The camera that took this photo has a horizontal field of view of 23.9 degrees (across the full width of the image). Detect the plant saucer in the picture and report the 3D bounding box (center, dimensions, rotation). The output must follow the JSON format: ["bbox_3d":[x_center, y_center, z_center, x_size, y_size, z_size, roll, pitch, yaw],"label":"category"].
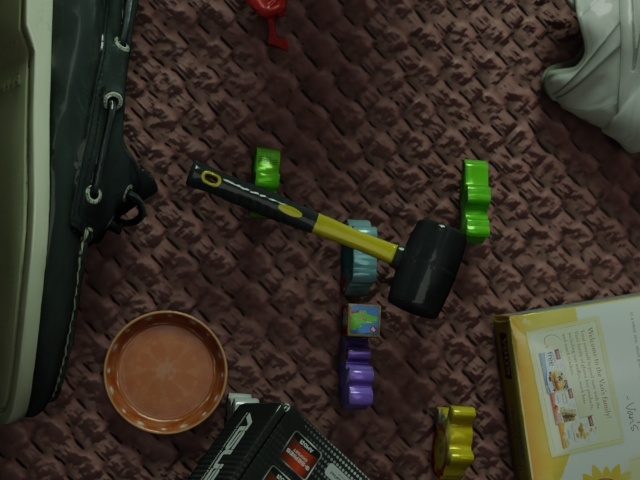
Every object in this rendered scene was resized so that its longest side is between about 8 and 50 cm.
[{"bbox_3d":[-0.105,0.089,1.025,0.083,0.013,0.084,0,87,-5],"label":"plant saucer"}]

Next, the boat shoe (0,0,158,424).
[{"bbox_3d":[-0.159,-0.053,0.974,0.113,0.127,0.340,2,85,-32],"label":"boat shoe"}]

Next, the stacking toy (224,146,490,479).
[{"bbox_3d":[0.026,0.049,1.036,0.166,0.052,0.221,5,86,-11],"label":"stacking toy"}]

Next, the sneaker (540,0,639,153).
[{"bbox_3d":[0.221,-0.179,1.029,0.115,0.090,0.232,24,107,2],"label":"sneaker"}]

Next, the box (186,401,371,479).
[{"bbox_3d":[-0.004,0.267,0.954,0.270,0.060,0.216,46,62,-20],"label":"box"}]

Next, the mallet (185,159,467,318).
[{"bbox_3d":[0.000,0.000,0.992,0.189,0.039,0.062,15,80,-6],"label":"mallet"}]

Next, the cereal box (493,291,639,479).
[{"bbox_3d":[0.252,0.119,1.069,0.240,0.047,0.173,-8,90,-10],"label":"cereal box"}]

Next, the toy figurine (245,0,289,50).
[{"bbox_3d":[0.072,-0.281,0.945,0.362,0.217,0.191,-42,113,-8],"label":"toy figurine"}]
